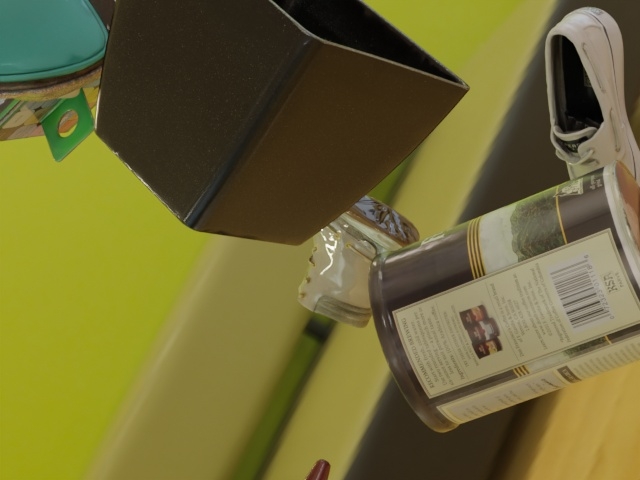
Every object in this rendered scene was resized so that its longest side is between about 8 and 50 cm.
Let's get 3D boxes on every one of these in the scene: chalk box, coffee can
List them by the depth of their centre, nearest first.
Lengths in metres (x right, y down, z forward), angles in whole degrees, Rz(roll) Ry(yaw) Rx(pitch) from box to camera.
[{"bbox_3d":[-0.280,-0.182,1.440,0.132,0.213,0.132,-37,-10,31],"label":"chalk box"},{"bbox_3d":[0.216,0.060,1.524,0.275,0.201,0.201,-22,27,20],"label":"coffee can"}]

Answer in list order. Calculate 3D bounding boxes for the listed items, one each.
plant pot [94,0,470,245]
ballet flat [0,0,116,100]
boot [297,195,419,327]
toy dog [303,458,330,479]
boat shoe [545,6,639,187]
[{"bbox_3d":[-0.047,-0.102,1.029,0.187,0.188,0.167,43,109,32],"label":"plant pot"},{"bbox_3d":[-0.185,-0.173,1.236,0.316,0.107,0.106,-21,-18,-20],"label":"ballet flat"},{"bbox_3d":[0.000,0.000,1.841,0.077,0.213,0.165,-45,-14,-55],"label":"boot"},{"bbox_3d":[-0.072,0.328,1.488,0.334,0.220,0.161,-24,28,37],"label":"toy dog"},{"bbox_3d":[0.302,-0.124,1.663,0.096,0.267,0.088,13,31,40],"label":"boat shoe"}]
